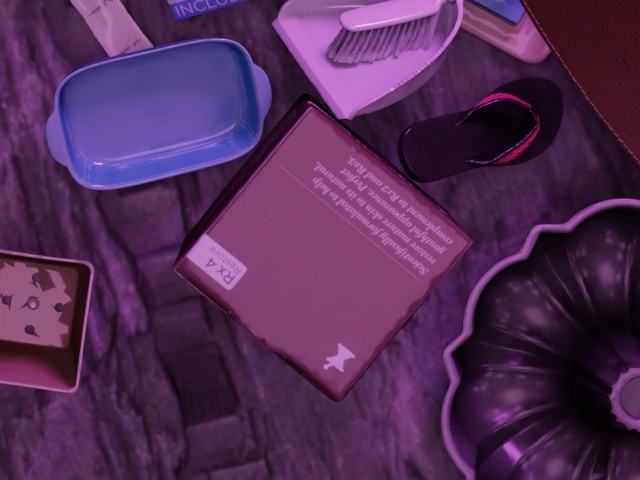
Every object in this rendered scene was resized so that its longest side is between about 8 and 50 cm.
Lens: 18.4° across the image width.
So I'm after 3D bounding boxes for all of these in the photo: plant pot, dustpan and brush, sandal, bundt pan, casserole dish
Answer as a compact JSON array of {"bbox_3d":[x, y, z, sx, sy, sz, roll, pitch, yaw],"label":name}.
[{"bbox_3d":[-0.244,0.059,1.644,0.109,0.096,0.109,8,96,-2],"label":"plant pot"},{"bbox_3d":[0.083,-0.186,1.603,0.211,0.147,0.060,-17,138,-18],"label":"dustpan and brush"},{"bbox_3d":[0.142,-0.090,1.624,0.179,0.040,0.067,-22,91,-36],"label":"sandal"},{"bbox_3d":[0.256,0.121,1.651,0.331,0.124,0.330,0,97,-2],"label":"bundt pan"},{"bbox_3d":[-0.135,-0.109,1.633,0.188,0.037,0.114,-14,118,-8],"label":"casserole dish"}]

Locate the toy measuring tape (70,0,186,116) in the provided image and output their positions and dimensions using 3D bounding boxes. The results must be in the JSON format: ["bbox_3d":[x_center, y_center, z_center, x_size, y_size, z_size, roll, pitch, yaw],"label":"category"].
[{"bbox_3d":[-0.218,-0.243,1.604,0.121,0.121,0.330,-34,96,2],"label":"toy measuring tape"}]

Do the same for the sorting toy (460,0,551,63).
[{"bbox_3d":[0.139,-0.275,1.647,0.208,0.038,0.193,28,95,-4],"label":"sorting toy"}]

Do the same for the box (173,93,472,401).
[{"bbox_3d":[0.000,0.000,1.591,0.168,0.203,0.167,40,94,-6],"label":"box"}]

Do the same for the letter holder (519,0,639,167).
[{"bbox_3d":[0.305,-0.202,1.597,0.214,0.152,0.302,-27,107,39],"label":"letter holder"}]

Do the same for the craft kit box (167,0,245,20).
[{"bbox_3d":[-0.043,-0.313,1.550,0.250,0.061,0.246,-14,131,12],"label":"craft kit box"}]
